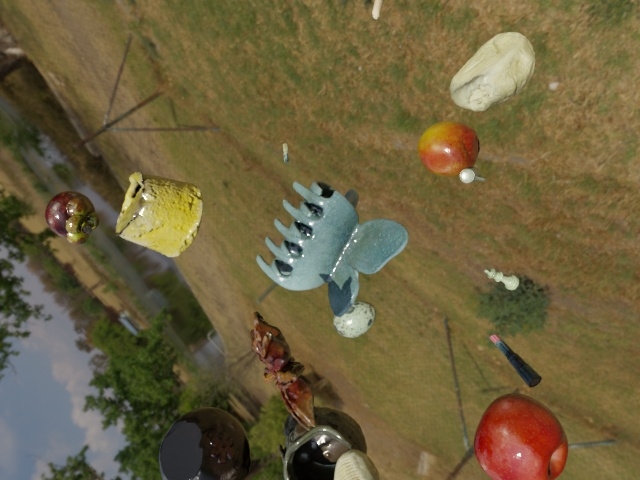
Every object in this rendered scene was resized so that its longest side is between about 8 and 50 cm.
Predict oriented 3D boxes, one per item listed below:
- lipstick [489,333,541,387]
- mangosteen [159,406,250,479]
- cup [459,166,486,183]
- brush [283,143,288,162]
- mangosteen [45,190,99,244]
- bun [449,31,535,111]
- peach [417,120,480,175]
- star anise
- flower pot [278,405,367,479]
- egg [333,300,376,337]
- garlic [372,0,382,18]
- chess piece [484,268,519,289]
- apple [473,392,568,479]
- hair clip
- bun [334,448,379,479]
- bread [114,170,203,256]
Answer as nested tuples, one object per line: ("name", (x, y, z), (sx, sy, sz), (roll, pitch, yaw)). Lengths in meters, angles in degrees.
("lipstick", (0.682, 0.419, 1.821), (0.234, 0.053, 0.053), (54, 172, 52))
("mangosteen", (-0.349, 0.626, 1.478), (0.287, 0.288, 0.233), (32, 175, 34))
("cup", (0.499, -0.207, 1.687), (0.075, 0.083, 0.054), (50, 118, 11))
("brush", (-0.127, -0.321, 1.871), (0.013, 0.016, 0.084), (64, -162, -62))
("mangosteen", (-0.762, -0.076, 1.613), (0.181, 0.146, 0.156), (10, 131, 15))
("bun", (0.428, -0.403, 1.274), (0.134, 0.220, 0.220), (41, 162, -17))
("peach", (0.499, -0.355, 1.991), (0.231, 0.231, 0.231), (40, 158, 19))
("star anise", (-0.082, 0.289, 1.121), (0.288, 0.088, 0.288), (52, 164, 21))
("flower pot", (-0.001, 0.700, 1.690), (0.302, 0.302, 0.213), (48, -174, -1))
("egg", (0.128, 0.289, 1.902), (0.132, 0.172, 0.132), (47, -155, -30))
("garlic", (0.214, -0.880, 1.773), (0.199, 0.199, 0.226), (33, 141, 33))
("chess piece", (0.689, 0.139, 1.970), (0.149, 0.059, 0.059), (24, 165, -17))
("apple", (0.571, 0.569, 1.455), (0.216, 0.260, 0.260), (19, 146, 52))
("hair clip", (0.000, 0.000, 1.420), (0.238, 0.318, 0.392), (22, -166, -28))
("bun", (0.114, 0.682, 1.434), (0.183, 0.102, 0.184), (-175, 90, -65))
("bread", (-0.379, -0.064, 1.222), (0.170, 0.197, 0.197), (19, 179, -36))
